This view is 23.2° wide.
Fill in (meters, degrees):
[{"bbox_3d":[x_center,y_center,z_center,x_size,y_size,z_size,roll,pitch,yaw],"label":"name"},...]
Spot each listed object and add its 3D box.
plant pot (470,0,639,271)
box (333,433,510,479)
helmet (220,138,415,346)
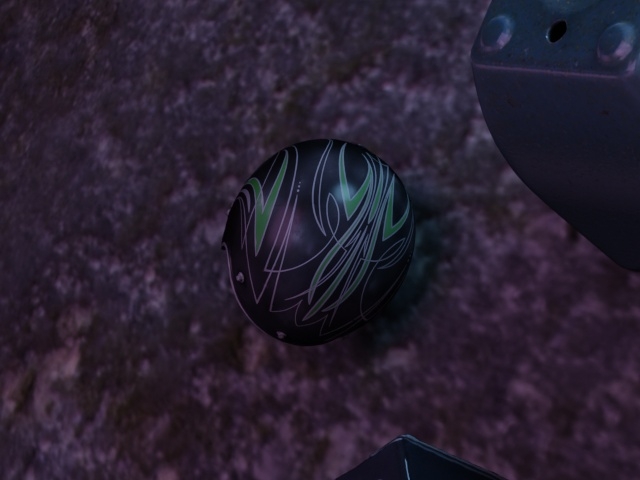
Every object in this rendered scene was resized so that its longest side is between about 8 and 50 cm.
[{"bbox_3d":[0.245,-0.123,1.009,0.247,0.252,0.247,14,79,54],"label":"plant pot"},{"bbox_3d":[0.046,0.379,0.971,0.293,0.212,0.395,-38,44,29],"label":"box"},{"bbox_3d":[0.000,0.000,1.309,0.169,0.169,0.161,-55,20,11],"label":"helmet"}]
